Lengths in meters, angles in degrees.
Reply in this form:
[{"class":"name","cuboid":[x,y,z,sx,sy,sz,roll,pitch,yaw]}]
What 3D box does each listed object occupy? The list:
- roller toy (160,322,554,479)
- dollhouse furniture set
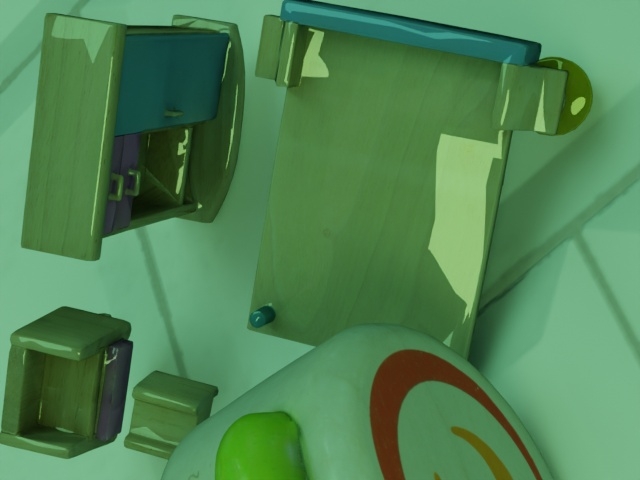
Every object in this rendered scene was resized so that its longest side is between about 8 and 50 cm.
[{"class":"roller toy","cuboid":[0.022,0.153,0.815,0.146,0.209,0.191,-35,10,28]},{"class":"dollhouse furniture set","cuboid":[0.000,0.000,1.011,0.303,0.198,0.286,11,101,17]}]
